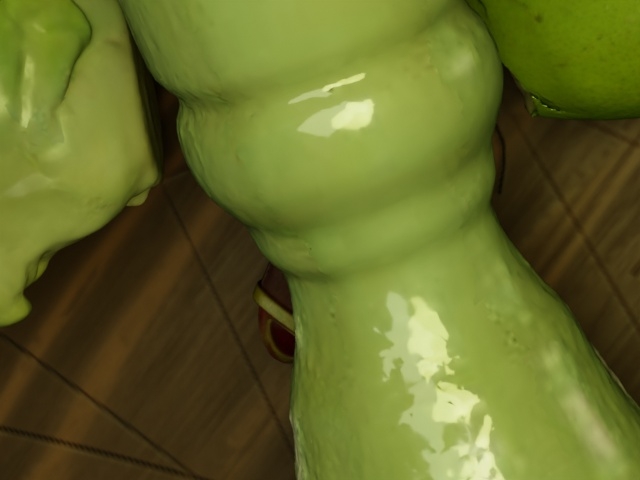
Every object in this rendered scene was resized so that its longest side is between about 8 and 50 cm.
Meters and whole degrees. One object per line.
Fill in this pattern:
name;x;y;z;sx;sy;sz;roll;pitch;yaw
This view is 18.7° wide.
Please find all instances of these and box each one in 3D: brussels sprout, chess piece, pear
brussels sprout;-0.258;-0.093;1.130;0.344;0.268;0.344;2;113;4
chess piece;0.045;0.027;0.983;0.234;0.234;0.442;-13;108;18
pear;0.174;-0.165;1.019;0.220;0.187;0.187;-31;85;12

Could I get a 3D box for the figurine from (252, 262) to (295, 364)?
figurine;0.000;0.001;1.145;0.098;0.082;0.154;31;105;33
